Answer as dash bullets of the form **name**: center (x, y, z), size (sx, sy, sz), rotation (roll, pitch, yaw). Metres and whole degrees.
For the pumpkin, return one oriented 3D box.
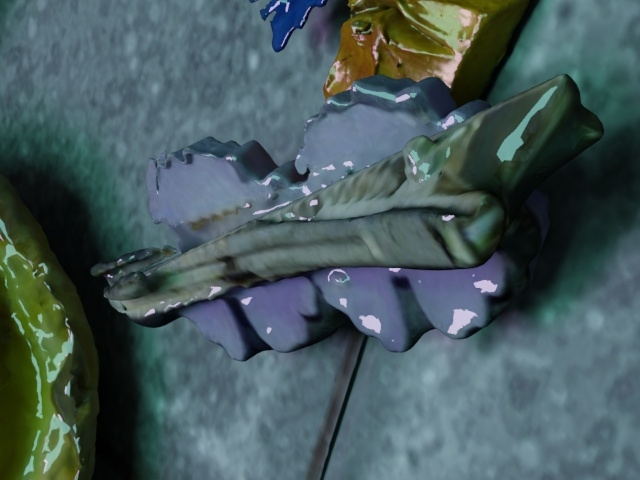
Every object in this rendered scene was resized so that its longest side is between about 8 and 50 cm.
- **pumpkin**: center (0.034, -0.072, 0.676), size (0.073, 0.035, 0.101), rotation (44, 120, 36)

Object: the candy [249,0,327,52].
- **candy**: center (-0.011, -0.265, 0.707), size (0.187, 0.077, 0.331), rotation (-35, 61, 51)

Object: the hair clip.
- **hair clip**: center (0.000, 0.000, 0.665), size (0.292, 0.084, 0.106), rotation (-15, 115, 53)

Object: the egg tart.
- **egg tart**: center (-0.236, 0.077, 0.884), size (0.288, 0.118, 0.288), rotation (2, 93, 33)
